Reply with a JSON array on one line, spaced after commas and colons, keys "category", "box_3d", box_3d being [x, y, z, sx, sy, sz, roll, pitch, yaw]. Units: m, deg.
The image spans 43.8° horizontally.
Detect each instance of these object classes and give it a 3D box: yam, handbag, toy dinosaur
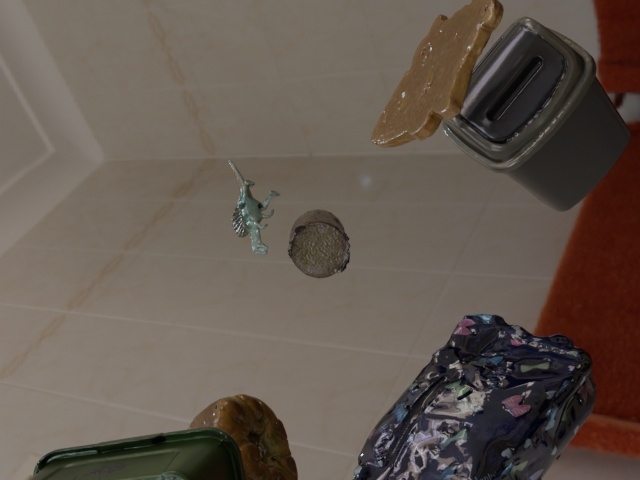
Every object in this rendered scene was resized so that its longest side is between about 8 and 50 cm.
[{"category": "yam", "box_3d": [-0.003, 0.001, 1.071, 0.127, 0.084, 0.084, -104, 10, -81]}, {"category": "handbag", "box_3d": [0.149, 0.184, 0.779, 0.260, 0.162, 0.113, -47, -46, -23]}, {"category": "toy dinosaur", "box_3d": [-0.128, -0.054, 1.371, 0.044, 0.187, 0.106, -2, -59, -47]}]

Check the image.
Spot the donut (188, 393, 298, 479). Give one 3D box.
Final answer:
[{"category": "donut", "box_3d": [-0.130, 0.373, 1.372, 0.227, 0.113, 0.226, 54, -167, -19]}]

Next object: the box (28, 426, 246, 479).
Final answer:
[{"category": "box", "box_3d": [-0.272, 0.420, 1.116, 0.178, 0.328, 0.253, -12, -89, -80]}]

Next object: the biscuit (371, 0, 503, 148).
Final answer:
[{"category": "biscuit", "box_3d": [0.127, -0.178, 0.894, 0.035, 0.250, 0.162, 24, -125, -18]}]

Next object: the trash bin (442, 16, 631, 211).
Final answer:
[{"category": "trash bin", "box_3d": [0.317, -0.180, 1.173, 0.290, 0.182, 0.209, 28, -76, -45]}]
